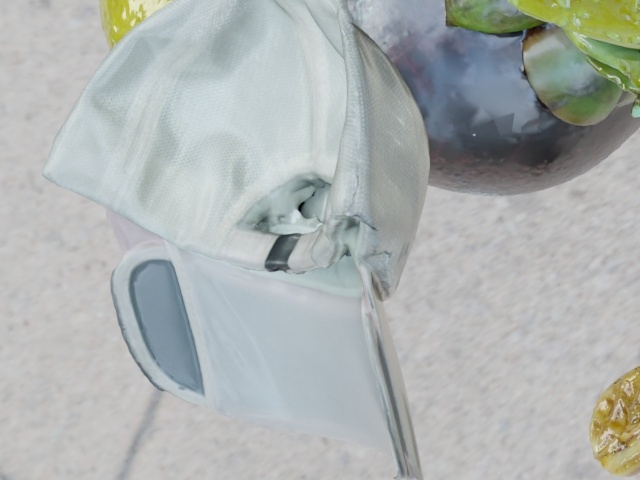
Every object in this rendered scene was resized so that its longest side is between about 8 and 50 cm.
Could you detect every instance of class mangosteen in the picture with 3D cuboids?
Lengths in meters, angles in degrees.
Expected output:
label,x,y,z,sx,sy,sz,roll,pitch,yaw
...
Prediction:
label,x,y,z,sx,sy,sz,roll,pitch,yaw
mangosteen,0.131,-0.175,1.332,0.300,0.300,0.300,5,102,24

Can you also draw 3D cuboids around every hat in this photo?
label,x,y,z,sx,sy,sz,roll,pitch,yaw
hat,0.000,0.000,0.820,0.219,0.226,0.164,14,63,45

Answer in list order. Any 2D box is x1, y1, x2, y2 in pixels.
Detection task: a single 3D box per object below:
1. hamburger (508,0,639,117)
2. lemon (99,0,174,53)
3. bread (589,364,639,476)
label,x,y,z,sx,sy,sz,roll,pitch,yaw
hamburger,0.123,-0.150,0.627,0.235,0.125,0.214,7,84,29
lemon,-0.046,-0.216,1.561,0.322,0.268,0.268,-22,90,0
bread,0.254,0.134,1.355,0.044,0.083,0.111,29,133,-23
